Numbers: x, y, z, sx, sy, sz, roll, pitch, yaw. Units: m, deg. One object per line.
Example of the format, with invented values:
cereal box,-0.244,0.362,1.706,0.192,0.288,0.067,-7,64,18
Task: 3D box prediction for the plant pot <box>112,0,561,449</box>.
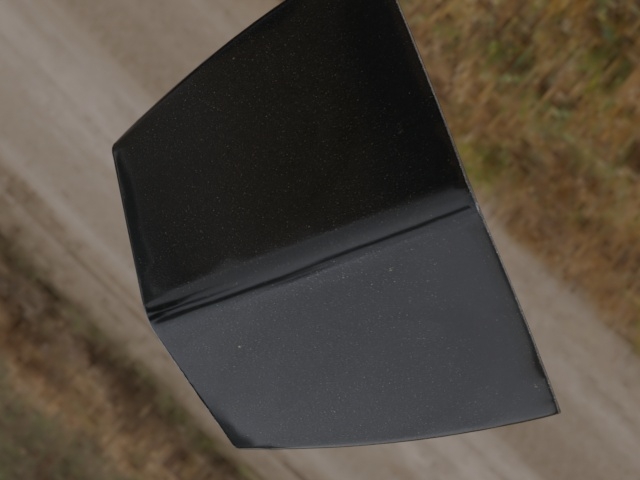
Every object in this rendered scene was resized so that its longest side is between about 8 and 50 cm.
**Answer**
plant pot,0.000,0.000,0.867,0.188,0.167,0.187,61,-171,-48
